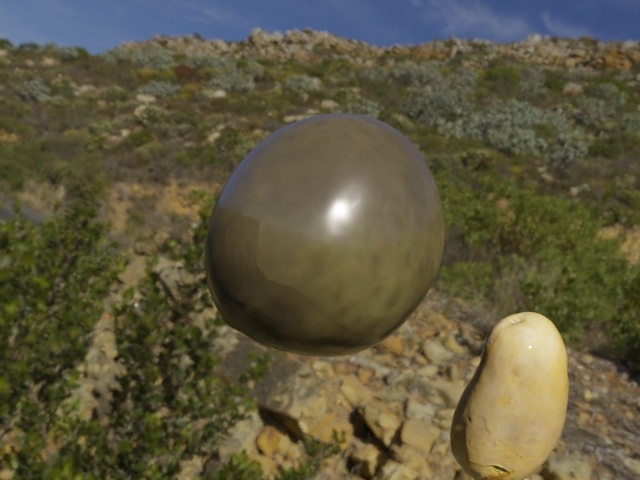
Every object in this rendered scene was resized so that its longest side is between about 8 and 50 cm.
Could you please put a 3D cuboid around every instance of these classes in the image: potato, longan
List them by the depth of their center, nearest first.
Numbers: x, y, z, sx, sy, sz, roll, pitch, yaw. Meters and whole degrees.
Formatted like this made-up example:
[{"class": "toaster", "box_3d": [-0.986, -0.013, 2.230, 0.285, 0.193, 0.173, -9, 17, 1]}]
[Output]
[{"class": "longan", "box_3d": [0.000, 0.000, 0.681, 0.215, 0.246, 0.246, 34, -3, 28]}, {"class": "potato", "box_3d": [0.253, 0.207, 0.982, 0.146, 0.233, 0.150, 19, 10, -6]}]
